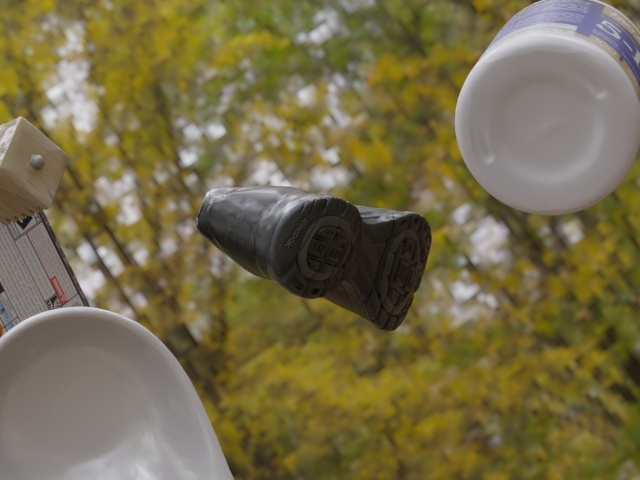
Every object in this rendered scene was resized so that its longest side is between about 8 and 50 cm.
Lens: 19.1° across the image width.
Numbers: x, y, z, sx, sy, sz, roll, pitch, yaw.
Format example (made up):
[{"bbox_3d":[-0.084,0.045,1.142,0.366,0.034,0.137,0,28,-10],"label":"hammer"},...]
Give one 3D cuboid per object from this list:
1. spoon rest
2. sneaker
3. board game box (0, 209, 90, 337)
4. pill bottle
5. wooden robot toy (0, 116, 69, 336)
[{"bbox_3d":[-0.094,0.150,1.168,0.137,0.276,0.084,-51,17,0],"label":"spoon rest"},{"bbox_3d":[0.000,0.000,1.640,0.286,0.130,0.109,27,-96,-59],"label":"sneaker"},{"bbox_3d":[-0.376,0.076,1.715,0.141,0.232,0.291,7,38,47],"label":"board game box"},{"bbox_3d":[0.154,-0.094,1.199,0.112,0.112,0.187,-42,5,23],"label":"pill bottle"},{"bbox_3d":[-0.157,0.010,0.790,0.173,0.076,0.079,-32,-56,27],"label":"wooden robot toy"}]
